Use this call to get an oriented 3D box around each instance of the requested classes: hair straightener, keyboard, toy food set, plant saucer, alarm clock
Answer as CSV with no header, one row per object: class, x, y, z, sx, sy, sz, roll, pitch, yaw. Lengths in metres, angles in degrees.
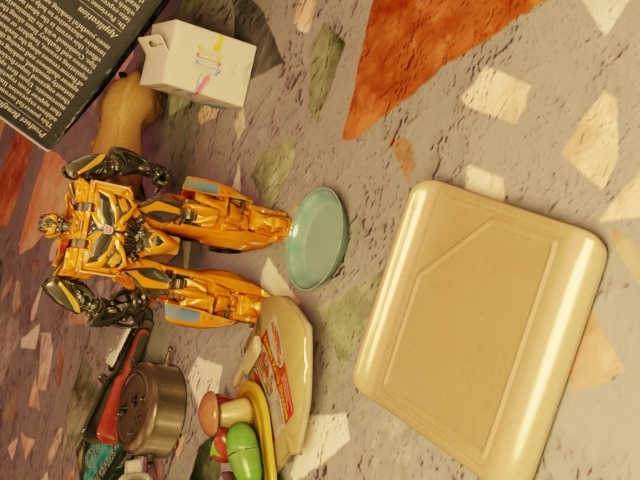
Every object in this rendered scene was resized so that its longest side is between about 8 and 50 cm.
hair straightener,-0.305,0.189,1.589,0.089,0.047,0.230,-10,59,42
keyboard,-0.306,0.126,1.621,0.072,0.014,0.256,-59,16,0
toy food set,-0.106,0.231,1.225,0.128,0.071,0.218,128,138,-57
plant saucer,0.000,0.000,1.217,0.119,0.021,0.119,-31,52,51
alarm clock,-0.236,0.251,1.480,0.129,0.064,0.192,-37,52,48

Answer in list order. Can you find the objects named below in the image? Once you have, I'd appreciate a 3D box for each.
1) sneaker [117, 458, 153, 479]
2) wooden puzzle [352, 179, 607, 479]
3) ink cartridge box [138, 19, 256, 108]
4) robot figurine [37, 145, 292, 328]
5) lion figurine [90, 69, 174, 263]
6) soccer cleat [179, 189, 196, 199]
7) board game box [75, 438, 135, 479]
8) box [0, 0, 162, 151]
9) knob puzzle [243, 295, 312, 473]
sneaker,-0.221,0.432,1.302,0.366,0.137,0.210,48,122,58
wooden puzzle,0.135,0.073,0.951,0.238,0.044,0.221,26,100,55
ink cartridge box,-0.179,-0.244,1.490,0.092,0.143,0.090,9,86,60
robot figurine,-0.180,0.006,1.249,0.085,0.291,0.211,-9,72,58
lion figurine,-0.294,-0.120,1.588,0.240,0.142,0.392,115,151,-70
soccer cleat,-0.200,-0.045,1.563,0.035,0.029,0.083,24,104,55
board game box,-0.322,0.311,1.630,0.186,0.026,0.126,-57,36,30
box,-0.339,-0.376,1.577,0.395,0.212,0.293,-47,14,22
knob puzzle,-0.035,0.146,1.190,0.213,0.030,0.213,-178,90,-69
